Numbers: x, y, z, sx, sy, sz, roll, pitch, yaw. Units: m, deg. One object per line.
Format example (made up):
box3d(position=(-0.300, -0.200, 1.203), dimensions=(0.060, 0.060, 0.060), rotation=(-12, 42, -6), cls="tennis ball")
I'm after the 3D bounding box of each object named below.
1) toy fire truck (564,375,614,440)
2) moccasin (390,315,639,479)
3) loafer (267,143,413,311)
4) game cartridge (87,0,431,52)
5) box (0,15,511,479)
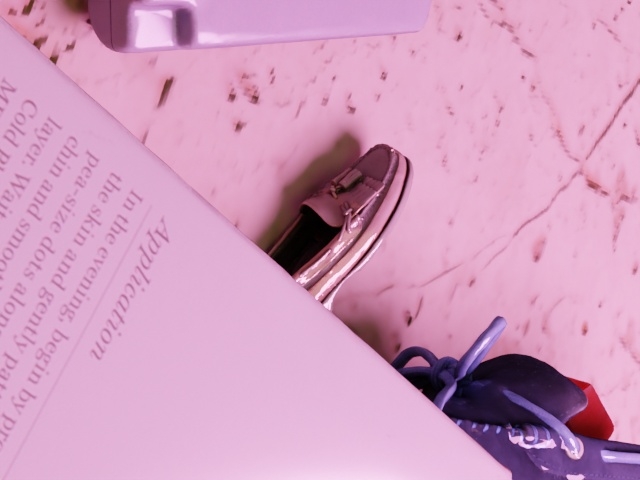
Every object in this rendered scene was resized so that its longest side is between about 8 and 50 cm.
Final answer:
box3d(position=(0.126, 0.187, 0.890), dimensions=(0.135, 0.047, 0.192), rotation=(-37, 122, -31), cls="toy fire truck")
box3d(position=(0.081, 0.111, 0.767), dimensions=(0.342, 0.138, 0.117), rotation=(26, 72, -37), cls="moccasin")
box3d(position=(0.000, 0.000, 0.737), dimensions=(0.039, 0.045, 0.125), rotation=(43, 73, -32), cls="loafer")
box3d(position=(-0.015, -0.234, 0.665), dimensions=(0.196, 0.060, 0.294), rotation=(-9, 106, -38), cls="game cartridge")
box3d(position=(-0.139, 0.052, 0.469), dimensions=(0.345, 0.215, 0.168), rotation=(44, 61, -35), cls="box")
